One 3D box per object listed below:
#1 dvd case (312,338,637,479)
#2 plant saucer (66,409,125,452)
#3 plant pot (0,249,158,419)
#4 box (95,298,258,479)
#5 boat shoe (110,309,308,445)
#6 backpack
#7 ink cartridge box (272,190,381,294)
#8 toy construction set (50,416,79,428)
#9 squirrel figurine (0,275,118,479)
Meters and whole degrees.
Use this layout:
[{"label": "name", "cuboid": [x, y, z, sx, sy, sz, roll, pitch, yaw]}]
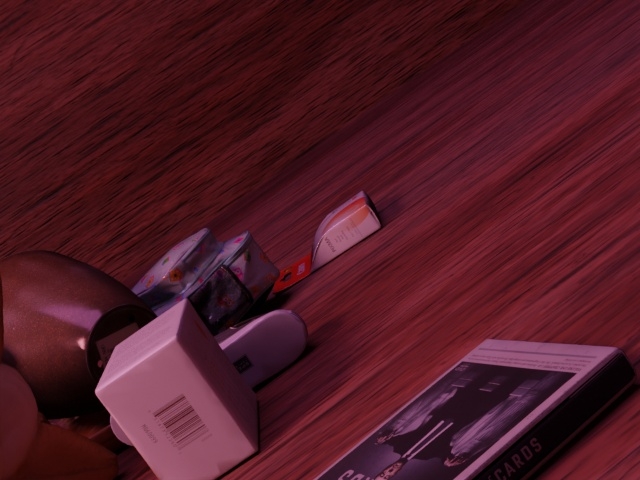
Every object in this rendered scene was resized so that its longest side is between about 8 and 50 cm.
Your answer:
[{"label": "dvd case", "cuboid": [0.067, 0.145, 0.763, 0.238, 0.029, 0.179, -36, 9, -17]}, {"label": "plant saucer", "cuboid": [-0.233, 0.207, 1.454, 0.200, 0.037, 0.200, -33, 8, 5]}, {"label": "plant pot", "cuboid": [-0.288, 0.123, 1.423, 0.215, 0.215, 0.230, -40, 25, -31]}, {"label": "box", "cuboid": [-0.130, 0.146, 1.122, 0.091, 0.130, 0.170, -34, 9, 2]}, {"label": "boat shoe", "cuboid": [-0.120, 0.142, 1.271, 0.228, 0.080, 0.076, -34, 7, -9]}, {"label": "backpack", "cuboid": [-0.152, 0.067, 1.579, 0.188, 0.144, 0.166, -37, 4, -38]}, {"label": "ink cartridge box", "cuboid": [0.000, 0.000, 1.695, 0.179, 0.045, 0.145, -31, 9, 5]}, {"label": "toy construction set", "cuboid": [-0.484, 0.232, 1.565, 0.309, 0.237, 0.257, -36, 9, -12]}, {"label": "squirrel figurine", "cuboid": [-0.477, 0.259, 1.257, 0.370, 0.281, 0.397, -19, 22, 43]}]
